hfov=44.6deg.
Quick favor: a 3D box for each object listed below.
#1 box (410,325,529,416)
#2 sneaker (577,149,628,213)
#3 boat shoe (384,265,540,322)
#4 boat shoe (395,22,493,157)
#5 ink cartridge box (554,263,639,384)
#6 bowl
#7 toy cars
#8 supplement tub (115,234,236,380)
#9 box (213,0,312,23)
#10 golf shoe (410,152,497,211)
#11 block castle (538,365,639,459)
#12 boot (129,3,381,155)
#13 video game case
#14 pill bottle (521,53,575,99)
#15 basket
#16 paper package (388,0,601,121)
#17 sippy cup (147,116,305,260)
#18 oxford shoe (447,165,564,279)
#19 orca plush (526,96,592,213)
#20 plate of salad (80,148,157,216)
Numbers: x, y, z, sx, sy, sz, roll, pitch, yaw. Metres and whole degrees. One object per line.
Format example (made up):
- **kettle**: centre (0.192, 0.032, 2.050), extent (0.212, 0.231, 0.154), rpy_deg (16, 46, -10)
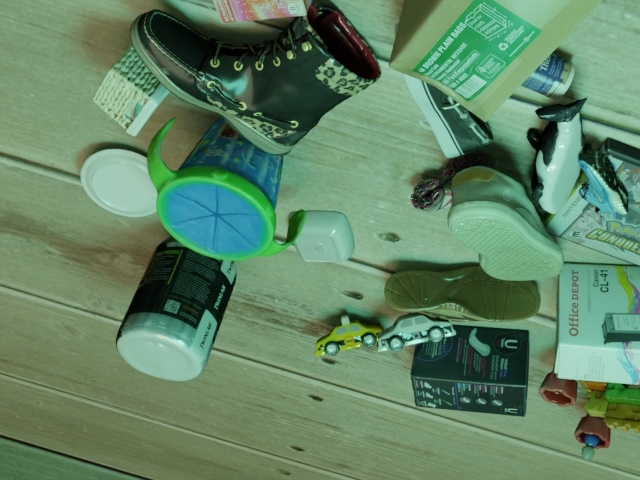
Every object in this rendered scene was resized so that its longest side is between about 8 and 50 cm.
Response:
- **box**: centre (0.368, 0.314, 1.904), extent (0.270, 0.165, 0.143), rpy_deg (3, 138, 17)
- **sneaker**: centre (0.496, -0.095, 1.407), extent (0.073, 0.063, 0.162), rpy_deg (-14, 134, 36)
- **boat shoe**: centre (0.317, 0.127, 1.766), extent (0.342, 0.123, 0.123), rpy_deg (0, 169, 7)
- **boat shoe**: centre (0.219, -0.259, 1.332), extent (0.105, 0.113, 0.306), rpy_deg (-14, 135, 23)
- **ink cartridge box**: centre (0.643, 0.171, 1.598), extent (0.306, 0.226, 0.131), rpy_deg (3, 138, 15)
- **bowl**: centre (0.000, 0.000, 1.752), extent (0.142, 0.053, 0.142), rpy_deg (0, 138, 17)
- **toy cars**: centre (0.142, 0.214, 1.887), extent (0.394, 0.176, 0.087), rpy_deg (-12, 92, 44)
- **supplement tub**: centre (-0.316, 0.132, 1.787), extent (0.207, 0.338, 0.207), rpy_deg (9, 140, 8)
- **box**: centre (-0.112, -0.489, 1.148), extent (0.154, 0.142, 0.300), rpy_deg (0, 138, 19)
- **golf shoe**: centre (0.269, -0.115, 1.530), extent (0.186, 0.067, 0.086), rpy_deg (-28, 159, 32)
- **block castle**: centre (0.749, 0.378, 1.735), extent (0.453, 0.213, 0.303), rpy_deg (-3, 141, 45)
- **boot**: centre (-0.107, -0.318, 1.349), extent (0.377, 0.138, 0.284), rpy_deg (37, 138, -28)
- **video game case**: centre (0.606, -0.056, 1.494), extent (0.275, 0.035, 0.248), rpy_deg (20, 140, -4)
- **pill bottle**: centre (0.351, -0.285, 1.289), extent (0.120, 0.067, 0.067), rpy_deg (21, 140, -7)
- **basket**: centre (-0.328, -0.296, 1.435), extent (0.103, 0.167, 0.113), rpy_deg (36, 136, -13)
- **paper package**: centre (0.256, -0.379, 1.022), extent (0.168, 0.309, 0.325), rpy_deg (28, 140, -13)
- **sippy cup**: centre (-0.177, -0.117, 1.541), extent (0.240, 0.224, 0.305), rpy_deg (-1, 137, 21)
- **oxford shoe**: centre (0.368, -0.020, 1.520), extent (0.169, 0.130, 0.449), rpy_deg (-11, 154, 28)
- **orca plush**: centre (0.396, -0.160, 1.390), extent (0.102, 0.151, 0.287), rpy_deg (40, 176, 31)
- **plate of salad**: centre (-0.436, -0.132, 1.751), extent (0.200, 0.048, 0.200), rpy_deg (2, 135, 2)
